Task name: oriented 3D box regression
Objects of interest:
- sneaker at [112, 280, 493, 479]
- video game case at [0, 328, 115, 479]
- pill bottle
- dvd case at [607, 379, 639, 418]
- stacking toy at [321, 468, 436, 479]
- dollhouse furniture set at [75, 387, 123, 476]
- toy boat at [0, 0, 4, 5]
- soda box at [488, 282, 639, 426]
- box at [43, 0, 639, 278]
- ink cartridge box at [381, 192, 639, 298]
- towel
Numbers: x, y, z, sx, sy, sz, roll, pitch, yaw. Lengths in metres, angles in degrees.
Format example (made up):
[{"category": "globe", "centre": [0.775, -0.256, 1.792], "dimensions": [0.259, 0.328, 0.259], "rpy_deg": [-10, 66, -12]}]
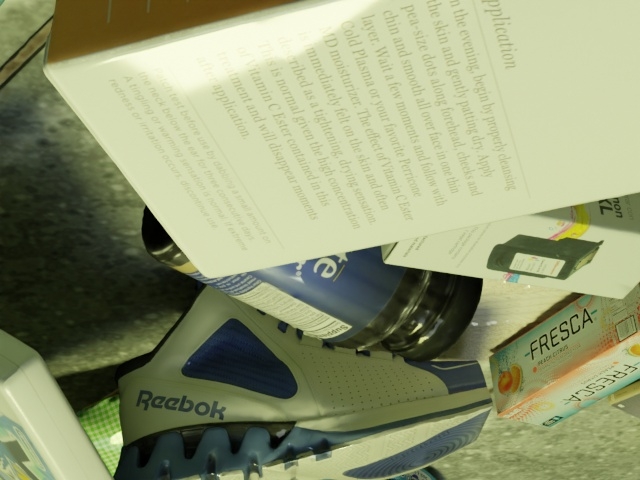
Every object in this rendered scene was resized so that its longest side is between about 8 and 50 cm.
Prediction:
[{"category": "sneaker", "centre": [-0.028, 0.106, 0.933], "dimensions": [0.316, 0.182, 0.127], "rpy_deg": [-10, 153, -11]}, {"category": "video game case", "centre": [-0.247, 0.149, 0.870], "dimensions": [0.300, 0.036, 0.329], "rpy_deg": [23, 145, 37]}, {"category": "pill bottle", "centre": [0.000, 0.000, 0.785], "dimensions": [0.219, 0.122, 0.123], "rpy_deg": [27, 137, -26]}, {"category": "dvd case", "centre": [0.424, 0.143, 1.143], "dimensions": [0.164, 0.018, 0.221], "rpy_deg": [26, 137, -36]}, {"category": "stacking toy", "centre": [0.046, 0.398, 1.248], "dimensions": [0.166, 0.302, 0.175], "rpy_deg": [-25, 139, 31]}, {"category": "dollhouse furniture set", "centre": [-0.153, 0.280, 1.141], "dimensions": [0.197, 0.151, 0.301], "rpy_deg": [-32, 141, 1]}, {"category": "toy boat", "centre": [-0.314, -0.142, 0.530], "dimensions": [0.267, 0.148, 0.318], "rpy_deg": [-24, 148, 29]}, {"category": "soda box", "centre": [0.217, 0.088, 0.926], "dimensions": [0.063, 0.058, 0.183], "rpy_deg": [16, 144, -27]}, {"category": "box", "centre": [0.078, -0.142, 0.513], "dimensions": [0.345, 0.215, 0.168], "rpy_deg": [-12, 145, 13]}, {"category": "ink cartridge box", "centre": [0.127, -0.043, 0.746], "dimensions": [0.175, 0.127, 0.072], "rpy_deg": [8, 142, -17]}, {"category": "towel", "centre": [0.166, 0.046, 0.955], "dimensions": [0.282, 0.049, 0.187], "rpy_deg": [-3, 146, 1]}]
